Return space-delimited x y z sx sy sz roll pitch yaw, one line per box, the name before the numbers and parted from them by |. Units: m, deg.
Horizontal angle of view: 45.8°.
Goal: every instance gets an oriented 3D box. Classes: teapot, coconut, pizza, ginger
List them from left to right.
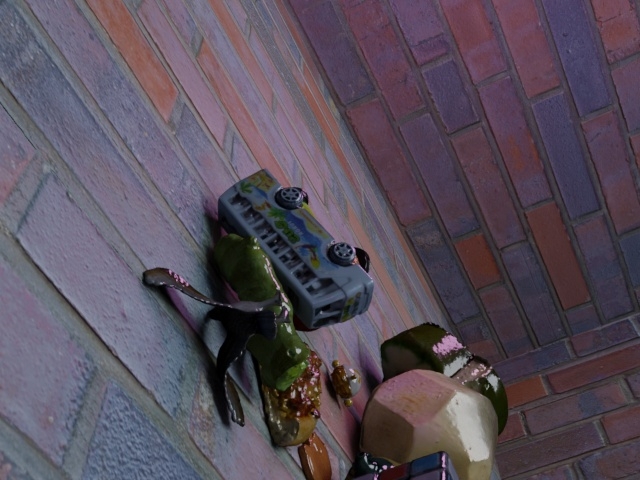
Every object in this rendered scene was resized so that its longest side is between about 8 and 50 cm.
ginger | -0.107 0.115 1.285 0.290 0.089 0.137 67 -27 11
pizza | -0.053 0.235 1.378 0.229 0.081 0.289 64 15 -12
teapot | 0.094 0.510 1.400 0.182 0.173 0.269 -11 105 -42
coconut | 0.251 0.473 1.718 0.352 0.352 0.352 60 15 -28

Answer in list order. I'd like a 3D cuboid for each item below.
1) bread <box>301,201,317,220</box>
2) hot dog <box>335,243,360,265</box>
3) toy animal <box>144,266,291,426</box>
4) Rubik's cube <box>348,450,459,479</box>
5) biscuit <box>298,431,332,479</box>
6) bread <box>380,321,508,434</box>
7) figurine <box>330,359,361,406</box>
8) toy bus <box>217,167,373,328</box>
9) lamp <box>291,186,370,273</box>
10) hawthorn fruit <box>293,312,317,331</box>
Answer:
bread | -0.046 -0.034 1.864 0.139 0.071 0.130 38 35 -68
hot dog | 0.025 0.095 1.753 0.150 0.153 0.257 65 13 -9
toy animal | -0.125 0.131 1.169 0.197 0.160 0.272 -64 137 -75
Rubik's cube | 0.095 0.515 1.055 0.293 0.292 0.287 -55 122 -77
biscuit | -0.006 0.409 1.412 0.130 0.019 0.102 -6 75 -77
bread | 0.316 0.398 2.000 0.129 0.382 0.366 -26 89 -34
figurine | 0.061 0.326 1.721 0.143 0.068 0.101 72 0 -50
toy bus | -0.050 0.016 1.371 0.330 0.136 0.109 47 -32 28
lamp | 0.005 -0.025 2.040 0.371 0.130 0.108 46 33 -32
hawthorn fruit | -0.028 0.093 1.497 0.189 0.189 0.189 60 15 -28
